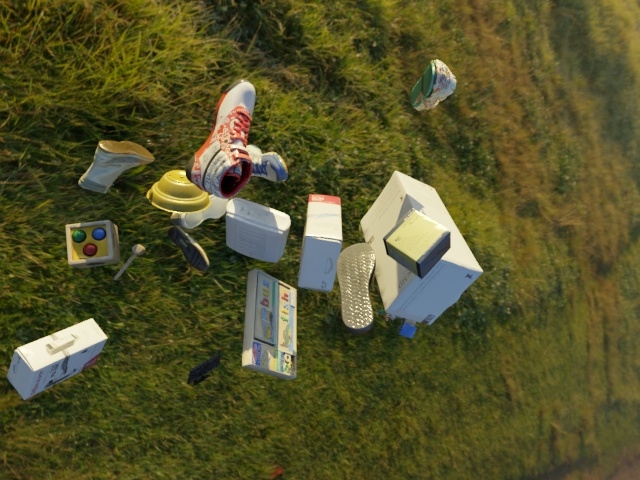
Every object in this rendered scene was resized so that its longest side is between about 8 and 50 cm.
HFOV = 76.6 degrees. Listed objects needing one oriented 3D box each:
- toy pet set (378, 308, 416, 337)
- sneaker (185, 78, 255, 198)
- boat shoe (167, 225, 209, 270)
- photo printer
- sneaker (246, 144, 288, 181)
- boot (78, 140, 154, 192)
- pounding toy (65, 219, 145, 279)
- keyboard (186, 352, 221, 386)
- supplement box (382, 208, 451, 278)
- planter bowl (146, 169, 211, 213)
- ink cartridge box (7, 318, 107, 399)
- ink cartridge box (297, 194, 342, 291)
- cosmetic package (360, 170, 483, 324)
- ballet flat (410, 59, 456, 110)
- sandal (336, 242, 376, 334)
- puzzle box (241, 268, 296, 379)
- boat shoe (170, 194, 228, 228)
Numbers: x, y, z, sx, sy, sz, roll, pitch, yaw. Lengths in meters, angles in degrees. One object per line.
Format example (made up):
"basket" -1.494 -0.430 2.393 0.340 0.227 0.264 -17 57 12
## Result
"toy pet set" 0.239 0.261 1.281 0.114 0.122 0.065 19 70 3
"sneaker" -0.187 -0.221 0.908 0.270 0.145 0.090 -60 146 1
"boat shoe" -0.453 0.022 1.432 0.190 0.068 0.072 54 12 -4
"photo printer" -0.262 -0.025 1.664 0.255 0.308 0.107 18 59 -1
"sneaker" -0.238 -0.267 1.498 0.130 0.296 0.112 -28 125 -30
"boot" -0.642 -0.229 1.284 0.077 0.165 0.213 44 18 8
"pounding toy" -0.673 0.032 1.281 0.205 0.094 0.181 -8 80 -12
"keyboard" -0.483 0.555 1.719 0.192 0.038 0.100 -14 124 -64
"supplement box" 0.169 0.005 0.711 0.083 0.083 0.056 -44 145 -14
"planter bowl" -0.489 -0.186 1.420 0.217 0.217 0.091 -12 130 -41
"ink cartridge box" -0.486 0.218 0.754 0.056 0.099 0.135 44 30 13
"ink cartridge box" 0.000 0.000 1.478 0.306 0.131 0.226 -85 -177 -58
"cosmetic package" 0.253 0.010 1.113 0.156 0.217 0.385 20 32 -19
"ballet flat" 0.268 -0.357 0.936 0.077 0.241 0.091 4 100 1
"sandal" 0.085 0.113 0.985 0.055 0.097 0.255 76 17 -49
"puzzle box" -0.202 0.346 1.689 0.272 0.052 0.409 34 42 -43
"boat shoe" -0.516 -0.133 1.759 0.305 0.091 0.109 -40 130 -56
